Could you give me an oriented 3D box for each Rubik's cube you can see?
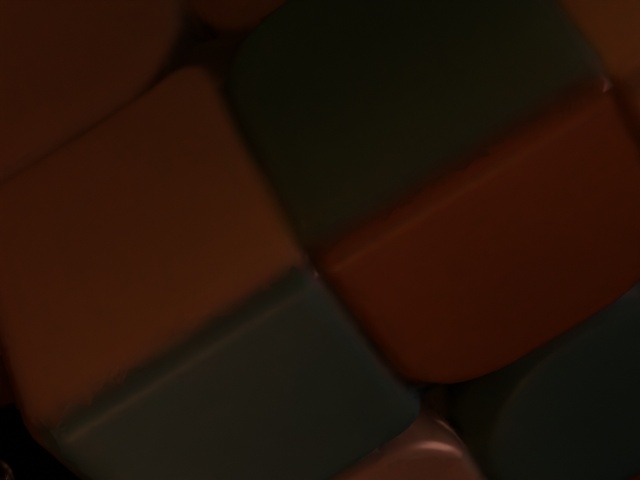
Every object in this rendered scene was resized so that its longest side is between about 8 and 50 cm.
[{"bbox_3d":[0.052,-0.046,0.789,0.347,0.346,0.344,61,4,40],"label":"Rubik's cube"}]

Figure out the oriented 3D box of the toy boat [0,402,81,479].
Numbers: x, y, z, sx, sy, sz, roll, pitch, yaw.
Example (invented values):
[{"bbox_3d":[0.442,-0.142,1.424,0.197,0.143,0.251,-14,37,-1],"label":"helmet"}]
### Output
[{"bbox_3d":[-0.151,0.104,0.588,0.269,0.140,0.141,-107,-173,-83],"label":"toy boat"}]
